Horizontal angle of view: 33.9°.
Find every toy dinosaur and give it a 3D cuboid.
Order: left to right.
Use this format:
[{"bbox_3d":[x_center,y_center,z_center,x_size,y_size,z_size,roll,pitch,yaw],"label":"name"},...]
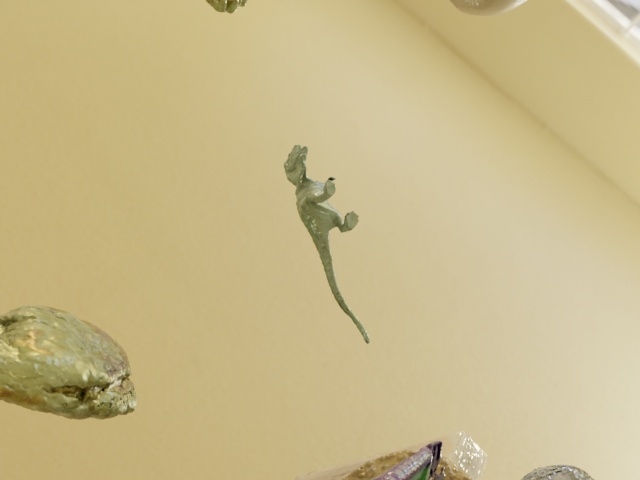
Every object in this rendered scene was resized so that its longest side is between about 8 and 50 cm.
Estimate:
[{"bbox_3d":[0.019,-0.023,1.757,0.076,0.382,0.129,-4,-30,-26],"label":"toy dinosaur"}]

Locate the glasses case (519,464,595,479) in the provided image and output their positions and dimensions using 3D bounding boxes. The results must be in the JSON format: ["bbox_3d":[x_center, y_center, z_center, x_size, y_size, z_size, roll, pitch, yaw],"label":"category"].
[{"bbox_3d":[0.286,0.357,1.067,0.109,0.282,0.067,-12,-36,-18],"label":"glasses case"}]

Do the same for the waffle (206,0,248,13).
[{"bbox_3d":[-0.176,-0.376,1.431,0.036,0.184,0.169,-54,5,29],"label":"waffle"}]

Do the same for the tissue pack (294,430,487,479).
[{"bbox_3d":[0.073,0.383,1.510,0.325,0.071,0.170,-24,26,35],"label":"tissue pack"}]

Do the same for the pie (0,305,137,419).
[{"bbox_3d":[-0.287,0.128,1.138,0.248,0.201,0.089,-128,61,-84],"label":"pie"}]

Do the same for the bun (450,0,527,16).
[{"bbox_3d":[0.127,-0.280,0.924,0.120,0.172,0.173,-18,-1,-5],"label":"bun"}]

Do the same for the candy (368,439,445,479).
[{"bbox_3d":[0.032,0.309,1.069,0.275,0.070,0.145,-18,-59,-36],"label":"candy"}]

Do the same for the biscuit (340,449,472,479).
[{"bbox_3d":[0.087,0.340,1.233,0.220,0.033,0.219,-18,40,16],"label":"biscuit"}]
